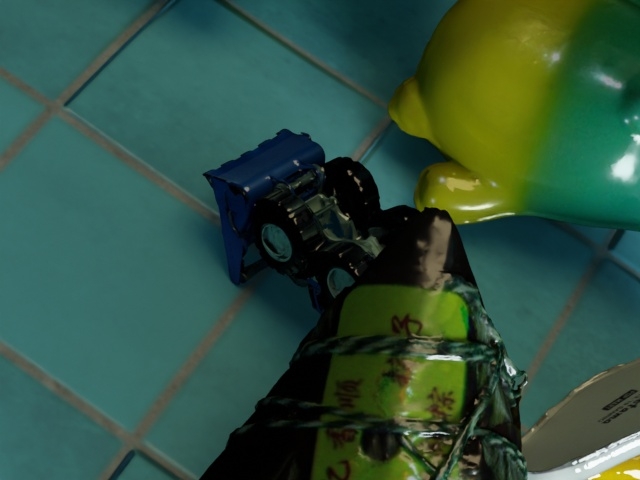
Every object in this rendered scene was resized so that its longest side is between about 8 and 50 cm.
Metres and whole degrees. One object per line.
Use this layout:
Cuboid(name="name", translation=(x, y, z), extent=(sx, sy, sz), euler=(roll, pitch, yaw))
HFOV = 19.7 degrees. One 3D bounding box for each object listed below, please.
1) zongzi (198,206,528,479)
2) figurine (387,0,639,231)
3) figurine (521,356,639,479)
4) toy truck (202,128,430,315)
Cuboid(name="zongzi", translation=(-0.007, 0.199, 1.438), extent=(0.362, 0.319, 0.383), euler=(-2, 57, 5))
Cuboid(name="figurine", translation=(0.249, -0.123, 1.759), extent=(0.340, 0.231, 0.323), euler=(26, 80, 10))
Cuboid(name="figurine", translation=(0.299, 0.199, 1.649), extent=(0.250, 0.166, 0.141), euler=(-27, 105, -11))
Cuboid(name="toy truck", translation=(0.000, 0.000, 1.628), extent=(0.208, 0.126, 0.113), euler=(39, 49, 25))
